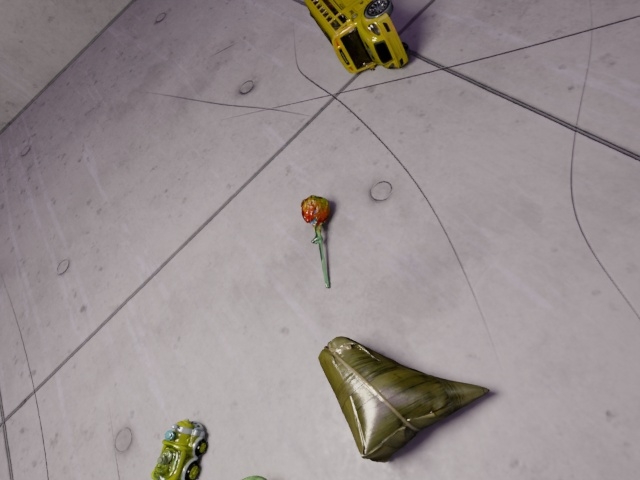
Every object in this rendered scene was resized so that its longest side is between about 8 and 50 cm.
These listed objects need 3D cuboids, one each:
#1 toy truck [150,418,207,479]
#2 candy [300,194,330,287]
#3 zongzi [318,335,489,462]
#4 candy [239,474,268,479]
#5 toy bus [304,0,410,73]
[{"bbox_3d":[-0.259,0.379,0.788,0.076,0.077,0.111,2,66,29],"label":"toy truck"},{"bbox_3d":[0.000,0.000,0.876,0.061,0.060,0.200,-17,66,20],"label":"candy"},{"bbox_3d":[0.114,0.198,0.678,0.205,0.094,0.204,-33,54,4],"label":"zongzi"},{"bbox_3d":[-0.080,0.519,0.597,0.343,0.132,0.142,60,141,38],"label":"candy"},{"bbox_3d":[0.080,-0.515,1.044,0.151,0.145,0.331,-32,52,11],"label":"toy bus"}]
